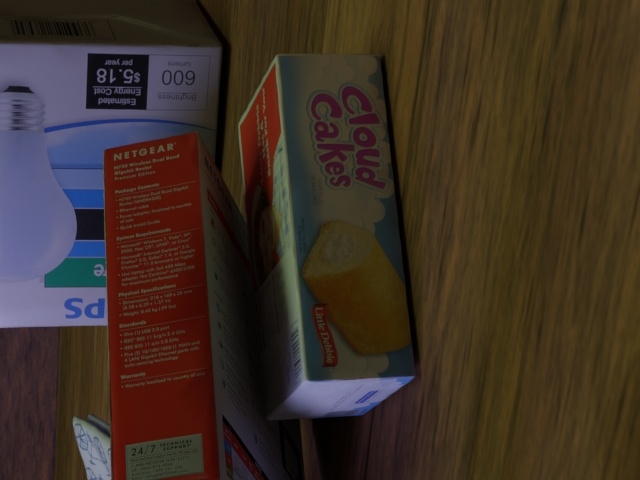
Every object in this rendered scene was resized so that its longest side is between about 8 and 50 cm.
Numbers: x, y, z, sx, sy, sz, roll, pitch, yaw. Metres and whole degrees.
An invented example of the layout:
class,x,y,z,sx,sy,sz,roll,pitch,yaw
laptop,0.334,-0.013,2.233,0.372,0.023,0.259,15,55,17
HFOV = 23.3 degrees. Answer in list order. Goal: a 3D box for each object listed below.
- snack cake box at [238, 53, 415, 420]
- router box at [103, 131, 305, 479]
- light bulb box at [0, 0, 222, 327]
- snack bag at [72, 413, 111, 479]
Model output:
class,x,y,z,sx,sy,sz,roll,pitch,yaw
snack cake box,0.000,0.000,1.240,0.152,0.089,0.264,128,138,-69
router box,-0.087,0.125,1.299,0.335,0.082,0.301,67,-165,-58
light bulb box,-0.317,-0.098,1.854,0.225,0.358,0.361,-119,31,-62
snack bag,-0.147,0.363,1.588,0.323,0.037,0.342,15,123,60
